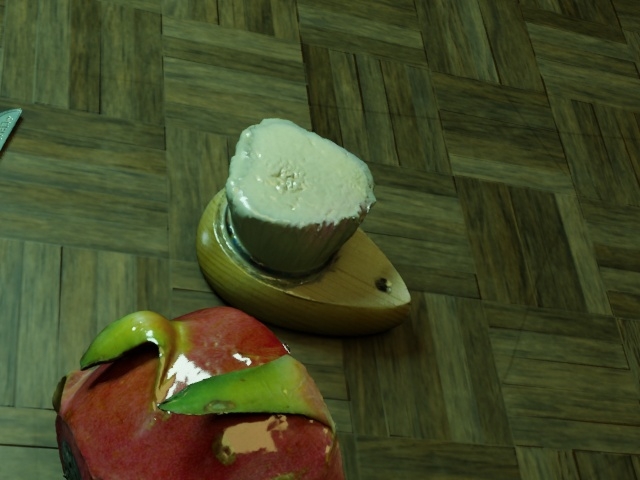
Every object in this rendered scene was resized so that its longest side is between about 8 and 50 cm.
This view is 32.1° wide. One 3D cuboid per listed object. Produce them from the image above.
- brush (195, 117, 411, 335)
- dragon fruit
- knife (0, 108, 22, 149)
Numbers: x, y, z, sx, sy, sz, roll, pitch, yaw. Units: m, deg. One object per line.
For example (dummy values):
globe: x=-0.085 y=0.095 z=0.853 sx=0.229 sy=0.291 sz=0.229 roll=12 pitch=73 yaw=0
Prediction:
brush: x=0.000 y=0.000 z=1.238 sx=0.266 sy=0.166 sz=0.174 roll=28 pitch=47 yaw=-7
dragon fruit: x=-0.127 y=0.200 z=0.951 sx=0.189 sy=0.290 sz=0.291 roll=-13 pitch=62 yaw=-32
knife: x=-0.374 y=-0.076 z=1.213 sx=0.028 sy=0.015 sz=0.210 roll=17 pitch=48 yaw=-5
